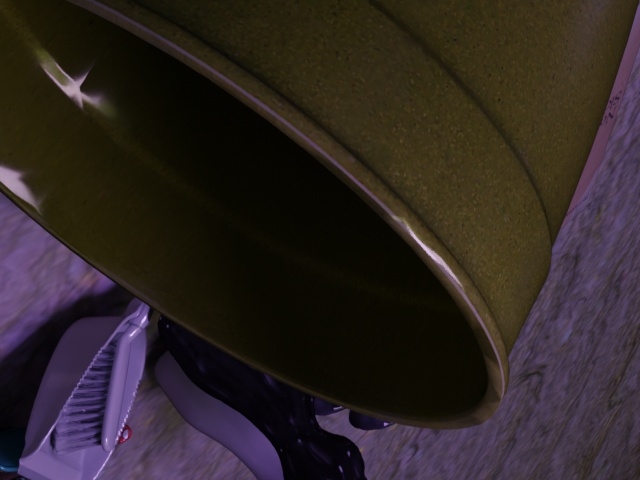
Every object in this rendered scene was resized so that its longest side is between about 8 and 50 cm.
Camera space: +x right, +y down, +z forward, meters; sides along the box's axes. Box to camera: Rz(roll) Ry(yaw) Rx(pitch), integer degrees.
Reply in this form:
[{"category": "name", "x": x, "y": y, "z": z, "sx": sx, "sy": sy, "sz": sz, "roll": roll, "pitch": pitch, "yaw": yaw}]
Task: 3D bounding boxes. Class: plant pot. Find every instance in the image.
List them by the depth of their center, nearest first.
[{"category": "plant pot", "x": 0.018, "y": -0.149, "z": 0.799, "sx": 0.353, "sy": 0.366, "sz": 0.366, "roll": -56, "pitch": 159, "yaw": -20}]

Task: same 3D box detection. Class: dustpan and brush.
[{"category": "dustpan and brush", "x": -0.149, "y": 0.079, "z": 1.098, "sx": 0.147, "sy": 0.060, "sz": 0.211, "roll": 67, "pitch": 32, "yaw": -72}]

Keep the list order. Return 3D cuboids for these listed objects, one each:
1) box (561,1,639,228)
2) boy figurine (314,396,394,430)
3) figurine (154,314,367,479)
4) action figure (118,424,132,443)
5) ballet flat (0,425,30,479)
[{"category": "box", "x": 0.187, "y": -0.133, "z": 1.351, "sx": 0.148, "sy": 0.121, "sz": 0.311, "roll": -39, "pitch": 153, "yaw": -31}, {"category": "boy figurine", "x": 0.000, "y": 0.000, "z": 1.152, "sx": 0.092, "sy": 0.177, "sz": 0.285, "roll": -28, "pitch": 113, "yaw": -35}, {"category": "figurine", "x": -0.039, "y": 0.147, "z": 1.160, "sx": 0.092, "sy": 0.209, "sz": 0.215, "roll": -29, "pitch": 167, "yaw": -17}, {"category": "action figure", "x": -0.196, "y": 0.186, "z": 1.216, "sx": 0.115, "sy": 0.030, "sz": 0.038, "roll": -41, "pitch": 149, "yaw": -29}, {"category": "ballet flat", "x": -0.250, "y": 0.166, "z": 1.047, "sx": 0.070, "sy": 0.070, "sz": 0.188, "roll": -57, "pitch": 154, "yaw": 9}]
